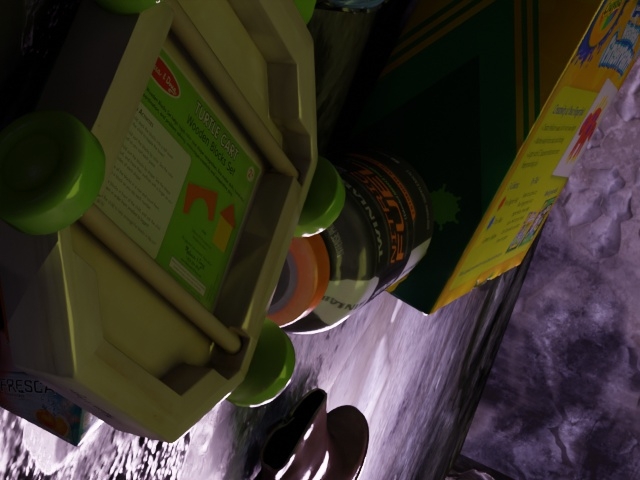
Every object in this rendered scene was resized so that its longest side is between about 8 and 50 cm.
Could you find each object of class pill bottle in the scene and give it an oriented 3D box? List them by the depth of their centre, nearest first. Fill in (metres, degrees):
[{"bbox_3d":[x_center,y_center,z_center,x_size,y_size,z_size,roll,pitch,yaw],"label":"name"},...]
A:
[{"bbox_3d":[0.000,0.000,0.922,0.246,0.130,0.130,-29,140,-66],"label":"pill bottle"}]

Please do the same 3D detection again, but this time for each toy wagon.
[{"bbox_3d":[-0.061,-0.066,0.641,0.267,0.068,0.344,54,48,-57],"label":"toy wagon"}]

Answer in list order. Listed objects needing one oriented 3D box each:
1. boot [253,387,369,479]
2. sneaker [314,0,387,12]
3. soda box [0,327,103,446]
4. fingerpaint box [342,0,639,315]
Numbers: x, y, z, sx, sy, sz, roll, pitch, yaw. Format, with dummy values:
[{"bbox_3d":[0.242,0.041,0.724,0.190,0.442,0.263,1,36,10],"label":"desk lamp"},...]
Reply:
[{"bbox_3d":[-0.002,0.240,1.334,0.248,0.090,0.207,-48,158,-40],"label":"boot"},{"bbox_3d":[0.025,-0.234,0.800,0.087,0.083,0.221,79,29,-41],"label":"sneaker"},{"bbox_3d":[-0.122,0.048,0.712,0.183,0.063,0.058,-45,153,-53],"label":"soda box"},{"bbox_3d":[0.193,-0.145,1.217,0.371,0.163,0.445,-63,164,16],"label":"fingerpaint box"}]
